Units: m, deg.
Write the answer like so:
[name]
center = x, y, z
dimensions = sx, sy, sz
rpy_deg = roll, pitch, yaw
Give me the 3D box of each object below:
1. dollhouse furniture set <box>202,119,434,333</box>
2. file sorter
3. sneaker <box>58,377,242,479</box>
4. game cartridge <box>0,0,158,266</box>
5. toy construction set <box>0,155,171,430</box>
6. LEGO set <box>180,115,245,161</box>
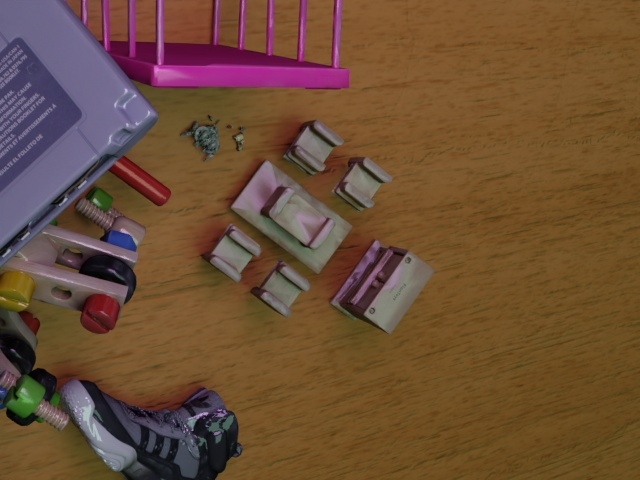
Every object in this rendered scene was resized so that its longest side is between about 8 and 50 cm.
[dollhouse furniture set]
center = 0.000, 0.000, 1.375
dimensions = 0.242, 0.161, 0.212
rpy_deg = 37, 85, -13
[file sorter]
center = -0.126, -0.258, 1.088
dimensions = 0.202, 0.291, 0.182
rpy_deg = -5, 106, -31
[sneaker]
center = -0.197, 0.222, 1.328
dimensions = 0.153, 0.101, 0.268
rpy_deg = -43, 129, -13
[game cartridge]
center = -0.313, -0.089, 0.991
dimensions = 0.294, 0.060, 0.196
rpy_deg = -40, 85, 7
[toy construction set]
center = -0.325, 0.006, 1.120
dimensions = 0.237, 0.257, 0.309
rpy_deg = 39, 64, -23
[LEGO set]
center = -0.124, -0.122, 1.295
dimensions = 0.083, 0.023, 0.054
rpy_deg = -19, 115, -25
